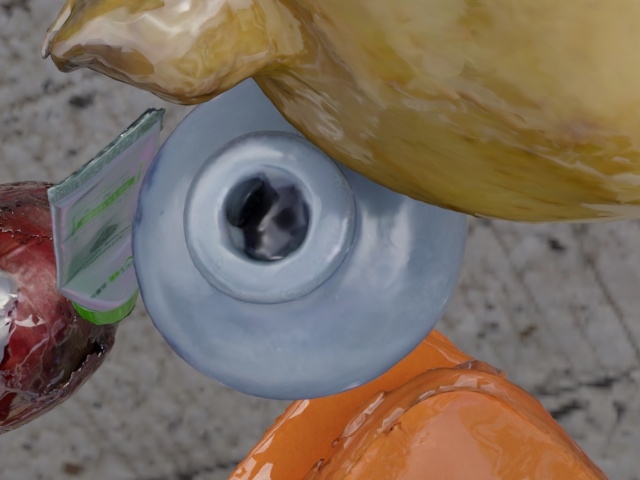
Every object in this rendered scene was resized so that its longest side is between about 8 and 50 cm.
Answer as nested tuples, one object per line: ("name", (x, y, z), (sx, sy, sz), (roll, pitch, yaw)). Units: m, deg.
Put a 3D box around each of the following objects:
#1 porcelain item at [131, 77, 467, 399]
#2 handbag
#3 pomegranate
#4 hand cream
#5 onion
("porcelain item", (0.000, 0.000, 0.834), (0.141, 0.141, 0.259), (0, 176, 10))
("handbag", (0.016, 0.276, 1.059), (0.410, 0.116, 0.303), (-47, 114, -8))
("pomegranate", (0.059, -0.147, 0.568), (0.342, 0.342, 0.342), (5, 134, 5))
("hand cream", (-0.137, -0.009, 1.213), (0.050, 0.079, 0.275), (21, 160, 0))
("onion", (-0.274, 0.041, 1.461), (0.252, 0.252, 0.219), (-24, 113, 29))
